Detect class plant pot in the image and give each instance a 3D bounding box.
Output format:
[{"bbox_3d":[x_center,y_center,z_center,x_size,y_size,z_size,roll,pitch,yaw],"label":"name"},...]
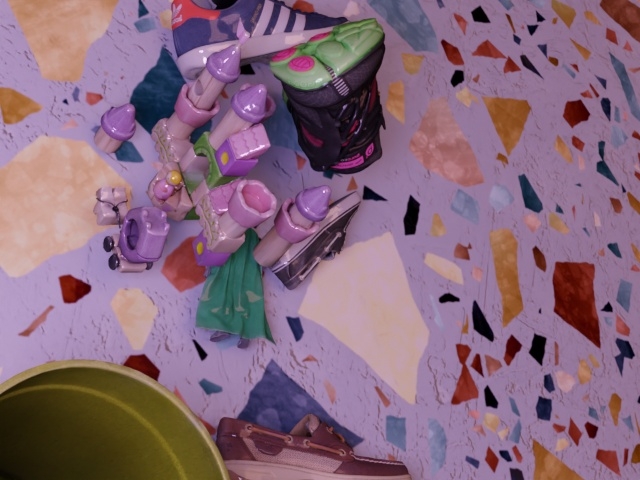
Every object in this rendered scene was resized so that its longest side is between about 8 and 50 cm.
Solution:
[{"bbox_3d":[-0.342,0.357,1.491,0.367,0.353,0.366,15,64,-33],"label":"plant pot"}]

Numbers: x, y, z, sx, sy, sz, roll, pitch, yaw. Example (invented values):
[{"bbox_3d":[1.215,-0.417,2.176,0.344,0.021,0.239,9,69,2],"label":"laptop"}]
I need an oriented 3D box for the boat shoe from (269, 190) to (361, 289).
[{"bbox_3d":[0.000,0.000,2.093,0.219,0.078,0.070,-42,100,-32],"label":"boat shoe"}]

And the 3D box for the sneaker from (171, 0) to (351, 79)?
[{"bbox_3d":[-0.096,-0.370,2.120,0.350,0.131,0.148,-16,87,-41],"label":"sneaker"}]

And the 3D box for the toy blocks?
[{"bbox_3d":[-0.150,-0.132,1.859,0.309,0.260,0.288,0,58,-38],"label":"toy blocks"}]

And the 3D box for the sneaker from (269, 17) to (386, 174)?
[{"bbox_3d":[0.038,-0.210,1.971,0.185,0.483,0.202,-23,87,2],"label":"sneaker"}]

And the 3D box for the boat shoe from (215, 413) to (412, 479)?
[{"bbox_3d":[-0.008,0.321,1.931,0.342,0.123,0.123,10,68,-29],"label":"boat shoe"}]

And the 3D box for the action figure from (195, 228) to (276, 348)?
[{"bbox_3d":[-0.133,0.049,1.972,0.137,0.063,0.232,19,55,-30],"label":"action figure"}]
